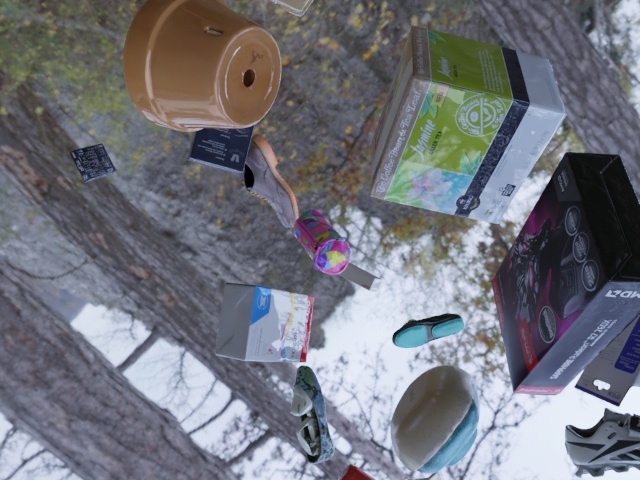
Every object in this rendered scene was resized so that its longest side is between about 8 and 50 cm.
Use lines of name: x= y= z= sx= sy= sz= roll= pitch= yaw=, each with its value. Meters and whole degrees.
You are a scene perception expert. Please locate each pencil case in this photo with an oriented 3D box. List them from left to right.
pencil case: x=0.000 y=0.000 z=1.566 sx=0.104 sy=0.104 sz=0.236 roll=-46 pitch=-155 yaw=3

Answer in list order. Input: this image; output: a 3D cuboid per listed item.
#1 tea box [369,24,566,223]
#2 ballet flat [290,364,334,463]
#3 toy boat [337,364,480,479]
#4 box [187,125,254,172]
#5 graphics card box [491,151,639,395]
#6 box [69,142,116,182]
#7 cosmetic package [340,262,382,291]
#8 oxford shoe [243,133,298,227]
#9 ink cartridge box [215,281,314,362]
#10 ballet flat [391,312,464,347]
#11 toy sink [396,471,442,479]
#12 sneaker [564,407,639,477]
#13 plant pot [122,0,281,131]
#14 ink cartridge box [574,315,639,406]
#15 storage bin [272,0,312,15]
tea box: x=0.303 y=-0.248 z=1.376 sx=0.329 sy=0.324 sz=0.220 roll=106 pitch=-6 yaw=-46
ballet flat: x=-0.022 y=0.330 z=1.158 sx=0.070 sy=0.188 sz=0.070 roll=-17 pitch=-177 yaw=1
toy boat: x=0.177 y=0.370 z=1.100 sx=0.318 sy=0.148 sz=0.267 roll=-52 pitch=175 yaw=9
box: x=-0.286 y=-0.287 z=1.778 sx=0.093 sy=0.156 sz=0.158 roll=-169 pitch=-87 yaw=-72
graphics card box: x=0.384 y=0.068 z=0.982 sx=0.371 sy=0.094 sz=0.232 roll=100 pitch=-8 yaw=-54
box: x=-0.469 y=-0.162 z=1.282 sx=0.018 sy=0.067 sz=0.083 roll=-22 pitch=-171 yaw=27
cosmetic package: x=0.114 y=0.105 z=1.787 sx=0.060 sy=0.115 sz=0.041 roll=14 pitch=102 yaw=-60
oxford shoe: x=-0.194 y=-0.183 z=2.168 sx=0.133 sy=0.363 sz=0.130 roll=-37 pitch=-155 yaw=-23
ink cartridge box: x=-0.087 y=0.161 z=1.176 sx=0.078 sy=0.231 sz=0.134 roll=2 pitch=-99 yaw=35
ballet flat: x=0.367 y=0.314 z=2.177 sx=0.281 sy=0.095 sz=0.096 roll=-9 pitch=-164 yaw=-16
toy sink: x=0.279 y=0.813 z=1.873 sx=0.131 sy=0.152 sz=0.234 roll=-19 pitch=172 yaw=31
sneaker: x=0.761 y=0.475 z=1.507 sx=0.331 sy=0.146 sz=0.122 roll=-21 pitch=174 yaw=24
plant pot: x=-0.218 y=-0.347 z=1.252 sx=0.204 sy=0.291 sz=0.291 roll=23 pitch=-119 yaw=29
ink cartridge box: x=0.628 y=0.170 z=1.196 sx=0.332 sy=0.065 sz=0.165 roll=-60 pitch=-175 yaw=-2
storage bin: x=0.001 y=-0.636 z=1.272 sx=0.260 sy=0.123 sz=0.262 roll=-59 pitch=-170 yaw=-15
